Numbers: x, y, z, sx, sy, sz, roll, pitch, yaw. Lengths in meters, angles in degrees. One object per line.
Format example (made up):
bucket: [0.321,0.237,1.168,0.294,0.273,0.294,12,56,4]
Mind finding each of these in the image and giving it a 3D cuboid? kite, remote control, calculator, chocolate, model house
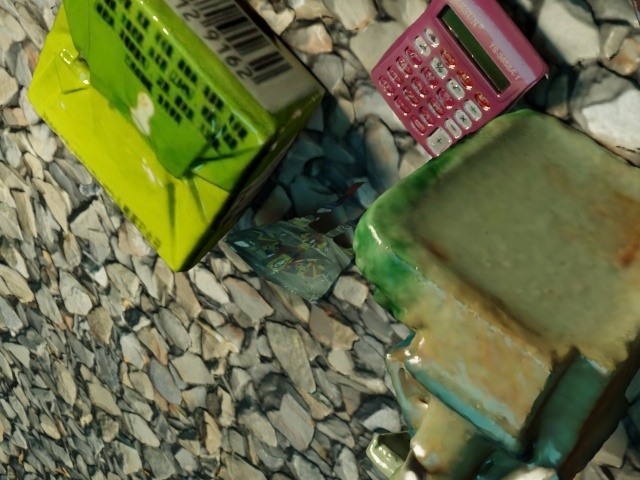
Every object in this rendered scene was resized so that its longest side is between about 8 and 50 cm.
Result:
kite: [0.000,-0.001,1.322,0.141,0.015,0.245,33,143,-23]
remote control: [0.147,0.236,1.195,0.123,0.285,0.038,35,101,25]
calculator: [0.126,-0.158,1.107,0.126,0.034,0.190,51,147,3]
chocolate: [-0.165,-0.161,1.319,0.301,0.137,0.289,50,141,8]
model house: [0.155,0.090,1.027,0.245,0.312,0.280,35,132,19]

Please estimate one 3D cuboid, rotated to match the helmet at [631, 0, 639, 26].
helmet: [0.317,-0.173,0.842,0.175,0.106,0.155,34,135,30]
